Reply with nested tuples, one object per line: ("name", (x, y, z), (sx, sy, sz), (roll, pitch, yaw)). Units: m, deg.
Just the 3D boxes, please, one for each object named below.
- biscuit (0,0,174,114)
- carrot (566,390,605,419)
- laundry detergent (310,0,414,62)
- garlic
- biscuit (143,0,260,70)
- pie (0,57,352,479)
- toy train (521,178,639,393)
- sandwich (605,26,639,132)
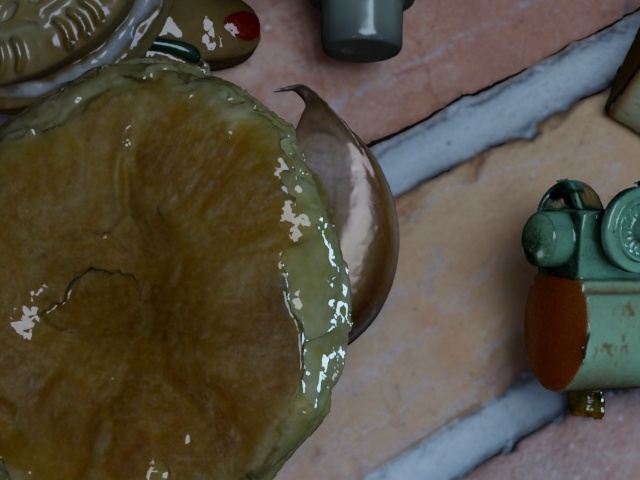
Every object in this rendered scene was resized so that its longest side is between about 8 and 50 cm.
("biscuit", (-0.230, -0.218, 1.114), (0.259, 0.079, 0.259), (-2, 79, 8))
("carrot", (0.209, 0.061, 1.228), (0.042, 0.042, 0.170), (-1, 79, -16))
("laundry detergent", (0.053, -0.343, 1.232), (0.264, 0.125, 0.397), (3, 78, -11))
("garlic", (-0.005, -0.001, 1.135), (0.128, 0.115, 0.206), (16, 88, -4))
("biscuit", (-0.143, -0.188, 1.184), (0.197, 0.049, 0.301), (2, 78, -13))
("pie", (-0.134, 0.042, 1.050), (0.339, 0.083, 0.339), (-1, 87, 11))
("toy train", (0.279, 0.041, 1.196), (0.285, 0.116, 0.177), (0, 93, -30))
("sandwich", (0.349, -0.195, 1.251), (0.108, 0.186, 0.220), (32, 71, -4))
